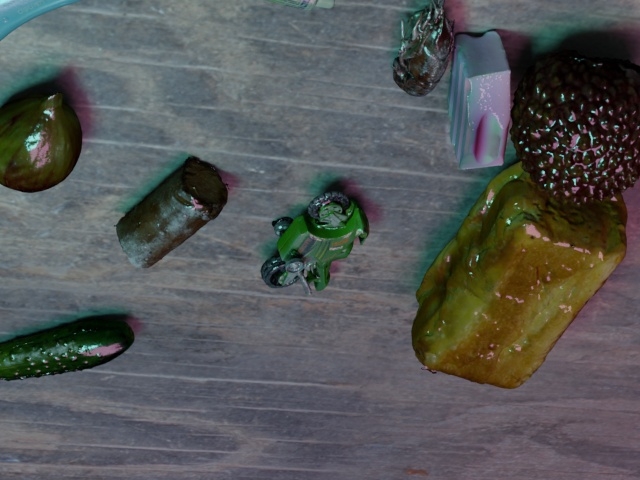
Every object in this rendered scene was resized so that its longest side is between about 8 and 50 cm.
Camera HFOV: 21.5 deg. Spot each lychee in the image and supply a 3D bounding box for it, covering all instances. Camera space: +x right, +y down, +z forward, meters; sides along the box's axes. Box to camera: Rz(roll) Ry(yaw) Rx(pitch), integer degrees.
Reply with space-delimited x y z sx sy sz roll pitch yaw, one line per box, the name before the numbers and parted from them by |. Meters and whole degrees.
lychee | 0.305 -0.130 1.940 0.188 0.188 0.188 -6 142 -5

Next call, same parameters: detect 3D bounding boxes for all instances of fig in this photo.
fig | -0.319 -0.120 1.892 0.109 0.103 0.154 -17 156 -27

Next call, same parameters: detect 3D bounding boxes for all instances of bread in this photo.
bread | 0.250 0.039 2.174 0.195 0.149 0.344 18 136 -14

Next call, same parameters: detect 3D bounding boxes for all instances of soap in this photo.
soap | 0.184 -0.155 1.952 0.056 0.100 0.149 -6 141 -5

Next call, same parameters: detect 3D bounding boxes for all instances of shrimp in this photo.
shrimp | 0.118 -0.223 1.890 0.057 0.065 0.165 -26 146 -33

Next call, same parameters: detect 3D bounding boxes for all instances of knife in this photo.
knife | -0.317 -0.249 1.790 0.222 0.031 0.064 -22 136 10

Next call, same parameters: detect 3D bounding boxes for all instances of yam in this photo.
yam | -0.183 -0.032 2.051 0.079 0.079 0.141 27 130 -37

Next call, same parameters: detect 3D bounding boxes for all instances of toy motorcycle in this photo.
toy motorcycle | 0.000 0.000 2.141 0.106 0.074 0.190 5 140 -31

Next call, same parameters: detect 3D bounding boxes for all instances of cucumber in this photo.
cucumber | -0.358 0.148 2.252 0.227 0.069 0.069 -12 142 10

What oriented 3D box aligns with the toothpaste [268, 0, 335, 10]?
toothpaste | -0.076 -0.277 1.806 0.197 0.029 0.048 12 134 -20
